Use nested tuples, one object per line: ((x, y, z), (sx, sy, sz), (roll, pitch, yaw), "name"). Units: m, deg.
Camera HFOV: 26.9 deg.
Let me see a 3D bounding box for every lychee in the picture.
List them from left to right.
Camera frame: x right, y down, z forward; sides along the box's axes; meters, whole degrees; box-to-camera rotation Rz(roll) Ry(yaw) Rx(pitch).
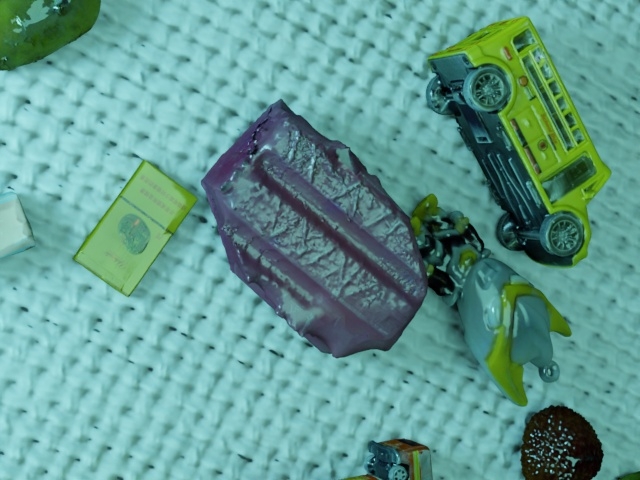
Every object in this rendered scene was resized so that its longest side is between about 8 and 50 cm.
((0.338, 0.297, 1.878), (0.123, 0.123, 0.129), (11, 64, -21), "lychee")

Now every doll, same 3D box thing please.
((0.229, 0.074, 1.826), (0.103, 0.145, 0.316), (-37, 102, 32), "doll")

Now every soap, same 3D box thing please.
((0.000, 0.000, 1.703), (0.325, 0.127, 0.220), (42, 92, -17), "soap")

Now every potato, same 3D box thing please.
((-0.339, -0.271, 1.591), (0.188, 0.085, 0.105), (-35, 104, -9), "potato")

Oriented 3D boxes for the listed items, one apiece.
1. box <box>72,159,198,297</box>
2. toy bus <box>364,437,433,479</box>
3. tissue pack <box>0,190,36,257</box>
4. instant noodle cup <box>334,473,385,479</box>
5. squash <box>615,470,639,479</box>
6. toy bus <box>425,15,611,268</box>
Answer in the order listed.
((-0.232, -0.015, 1.686), (0.087, 0.023, 0.155), (38, 82, -22), "box")
((0.113, 0.357, 1.823), (0.077, 0.079, 0.174), (-9, 98, -29), "toy bus")
((-0.397, -0.012, 1.606), (0.094, 0.058, 0.074), (-23, 100, -17), "tissue pack")
((0.014, 0.402, 1.730), (0.174, 0.213, 0.213), (-13, 100, -27), "instant noodle cup")
((0.415, 0.468, 1.933), (0.252, 0.093, 0.169), (-30, 103, -15), "squash")
((0.278, -0.127, 1.799), (0.152, 0.144, 0.330), (-33, 104, -15), "toy bus")
